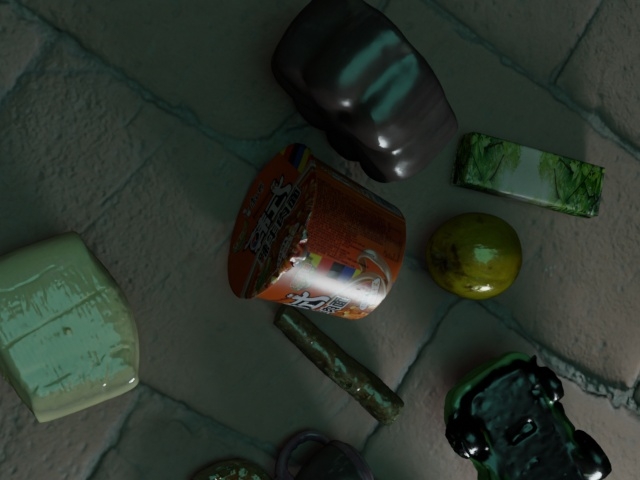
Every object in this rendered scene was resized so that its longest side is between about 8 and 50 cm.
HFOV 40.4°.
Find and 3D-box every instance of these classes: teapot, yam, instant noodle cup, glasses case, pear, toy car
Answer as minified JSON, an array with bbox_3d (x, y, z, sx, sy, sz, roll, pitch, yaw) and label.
[{"bbox_3d":[-0.001,0.389,1.408,0.146,0.116,0.148,-28,96,-26],"label":"teapot"},{"bbox_3d":[0.028,0.206,1.445,0.274,0.061,0.061,42,81,-15],"label":"yam"},{"bbox_3d":[0.000,0.000,1.338,0.192,0.250,0.250,22,86,-26],"label":"instant noodle cup"},{"bbox_3d":[0.368,-0.112,1.536,0.272,0.062,0.095,13,83,-19],"label":"glasses case"},{"bbox_3d":[0.260,0.027,1.465,0.162,0.149,0.149,-1,93,-23],"label":"pear"},{"bbox_3d":[0.348,0.371,1.506,0.213,0.176,0.359,-33,96,-11],"label":"toy car"}]

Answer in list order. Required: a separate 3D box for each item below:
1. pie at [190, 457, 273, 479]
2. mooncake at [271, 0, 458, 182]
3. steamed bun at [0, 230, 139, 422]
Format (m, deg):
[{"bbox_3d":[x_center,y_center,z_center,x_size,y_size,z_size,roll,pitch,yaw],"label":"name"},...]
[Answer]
[{"bbox_3d":[-0.143,0.453,1.411,0.195,0.046,0.195,-2,95,-21],"label":"pie"},{"bbox_3d":[0.061,-0.226,1.315,0.306,0.306,0.154,43,85,-15],"label":"mooncake"},{"bbox_3d":[-0.377,0.123,1.259,0.200,0.155,0.250,-24,94,-18],"label":"steamed bun"}]
